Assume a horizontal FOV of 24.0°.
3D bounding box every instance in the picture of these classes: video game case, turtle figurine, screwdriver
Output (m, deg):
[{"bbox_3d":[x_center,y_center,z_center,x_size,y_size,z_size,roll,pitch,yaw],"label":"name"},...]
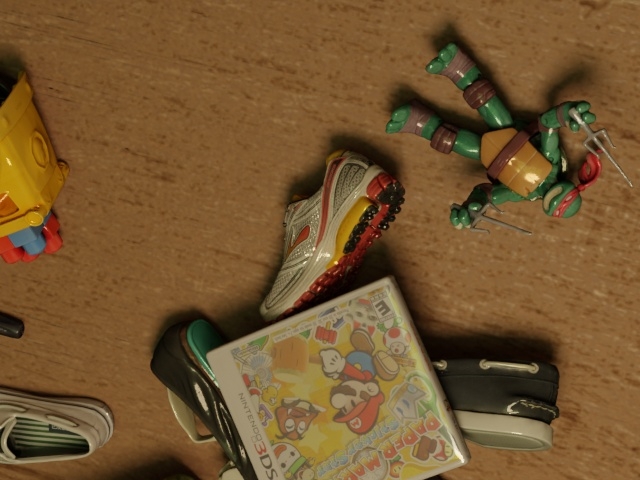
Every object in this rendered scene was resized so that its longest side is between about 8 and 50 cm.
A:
[{"bbox_3d":[0.016,0.171,1.563,0.227,0.026,0.206,-24,89,21],"label":"video game case"},{"bbox_3d":[0.188,-0.084,1.505,0.234,0.118,0.175,41,96,13],"label":"turtle figurine"},{"bbox_3d":[-0.418,0.082,1.727,0.170,0.024,0.025,14,138,13],"label":"screwdriver"}]

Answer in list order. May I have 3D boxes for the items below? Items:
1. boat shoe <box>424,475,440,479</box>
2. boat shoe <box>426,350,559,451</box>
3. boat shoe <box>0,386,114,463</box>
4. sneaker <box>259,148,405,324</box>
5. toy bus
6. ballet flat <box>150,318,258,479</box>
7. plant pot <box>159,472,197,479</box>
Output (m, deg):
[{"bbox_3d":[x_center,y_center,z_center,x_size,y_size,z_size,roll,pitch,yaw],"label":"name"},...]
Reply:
[{"bbox_3d":[0.105,0.295,1.670,0.190,0.068,0.072,32,122,-1],"label":"boat shoe"},{"bbox_3d":[0.108,0.162,1.613,0.302,0.114,0.091,6,69,18],"label":"boat shoe"},{"bbox_3d":[-0.353,0.214,1.722,0.226,0.076,0.083,-6,106,12],"label":"boat shoe"},{"bbox_3d":[0.000,0.000,1.596,0.093,0.088,0.225,46,117,23],"label":"sneaker"},{"bbox_3d":[-0.381,-0.053,1.622,0.220,0.149,0.211,-17,119,17],"label":"toy bus"},{"bbox_3d":[-0.089,0.214,1.671,0.096,0.095,0.280,-37,87,29],"label":"ballet flat"},{"bbox_3d":[-0.219,0.408,1.683,0.293,0.275,0.275,-43,96,3],"label":"plant pot"}]
